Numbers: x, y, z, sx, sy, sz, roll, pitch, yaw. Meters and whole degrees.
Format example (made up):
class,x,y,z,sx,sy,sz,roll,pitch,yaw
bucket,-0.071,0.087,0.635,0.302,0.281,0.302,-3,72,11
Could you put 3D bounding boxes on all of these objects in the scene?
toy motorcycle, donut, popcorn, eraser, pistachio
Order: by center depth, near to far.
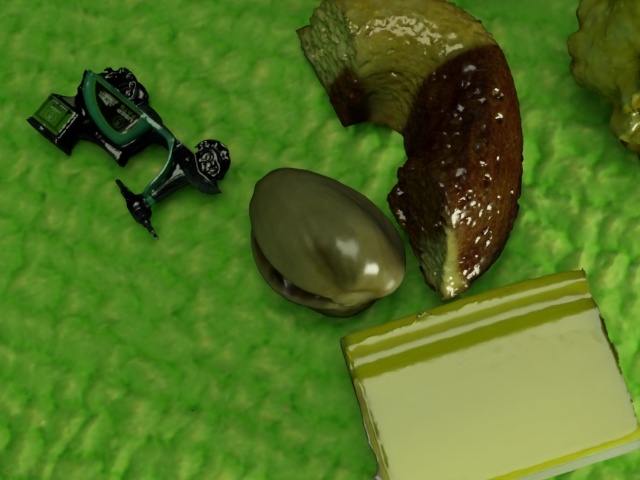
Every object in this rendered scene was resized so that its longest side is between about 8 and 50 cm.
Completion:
class,x,y,z,sx,sy,sz,roll,pitch,yaw
eraser,0.138,0.125,1.457,0.226,0.069,0.158,-17,76,-2
popcorn,0.297,-0.144,1.472,0.197,0.197,0.155,30,79,11
pistachio,0.000,0.000,1.483,0.113,0.113,0.149,-37,68,-7
donut,0.104,-0.112,1.493,0.151,0.112,0.295,-21,66,-10
toy motorcycle,-0.160,-0.081,1.542,0.173,0.058,0.100,39,86,14
